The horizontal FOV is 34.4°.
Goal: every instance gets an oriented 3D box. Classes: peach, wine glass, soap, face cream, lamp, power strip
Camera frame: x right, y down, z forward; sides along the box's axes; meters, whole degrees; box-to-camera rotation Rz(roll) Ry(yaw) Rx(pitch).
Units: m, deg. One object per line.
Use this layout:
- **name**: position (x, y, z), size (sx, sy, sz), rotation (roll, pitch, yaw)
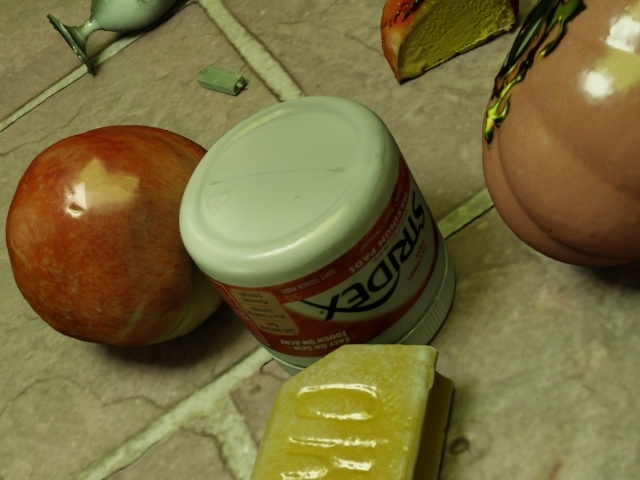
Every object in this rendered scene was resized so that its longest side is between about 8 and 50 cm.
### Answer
- **peach**: position (0.135, -0.259, 1.155), size (0.172, 0.127, 0.092), rotation (-42, 46, 28)
- **wine glass**: position (-0.271, -0.342, 1.457), size (0.222, 0.103, 0.103), rotation (-40, 43, -6)
- **soap**: position (0.017, 0.196, 0.821), size (0.140, 0.073, 0.232), rotation (-1, 50, 24)
- **face cream**: position (0.000, 0.000, 0.924), size (0.201, 0.187, 0.201), rotation (-16, 45, 17)
- **peach**: position (-0.206, -0.009, 1.030), size (0.257, 0.232, 0.232), rotation (17, 61, 30)
- **lamp**: position (0.269, -0.114, 0.834), size (0.305, 0.240, 0.305), rotation (-62, 7, 13)
- **power strip**: position (-0.124, -0.202, 1.304), size (0.083, 0.017, 0.027), rotation (23, 67, 42)
